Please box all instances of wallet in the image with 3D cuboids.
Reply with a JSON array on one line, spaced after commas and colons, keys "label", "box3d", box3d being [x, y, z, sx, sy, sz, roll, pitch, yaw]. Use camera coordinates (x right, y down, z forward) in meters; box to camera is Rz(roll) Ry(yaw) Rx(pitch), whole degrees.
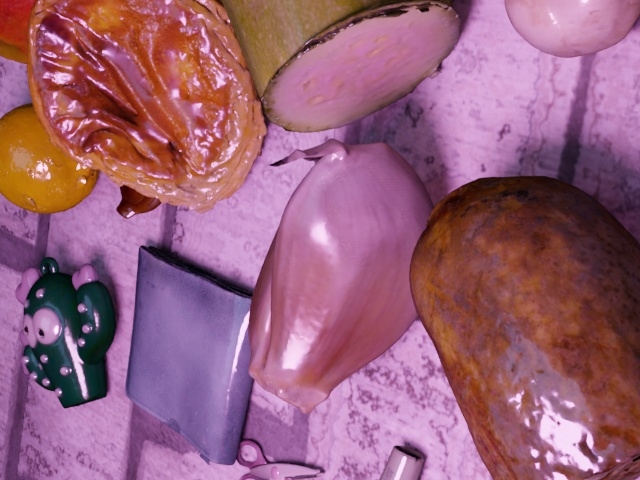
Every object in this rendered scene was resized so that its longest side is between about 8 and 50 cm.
[{"label": "wallet", "box3d": [-0.195, 0.162, 1.817, 0.290, 0.054, 0.251, 21, 104, 44]}]

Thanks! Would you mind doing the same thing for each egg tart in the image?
[{"label": "egg tart", "box3d": [-0.228, -0.234, 1.707, 0.351, 0.153, 0.339, 15, 117, 7]}]

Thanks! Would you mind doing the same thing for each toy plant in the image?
[{"label": "toy plant", "box3d": [-0.409, 0.143, 1.991, 0.232, 0.112, 0.243, 13, 106, 39]}]

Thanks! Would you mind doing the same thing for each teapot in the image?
[{"label": "teapot", "box3d": [-0.272, -0.094, 1.867, 0.098, 0.078, 0.129, 42, 120, 36]}]

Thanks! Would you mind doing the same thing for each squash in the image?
[{"label": "squash", "box3d": [-0.010, -0.353, 1.471, 0.263, 0.263, 0.384, -36, 68, 40]}]

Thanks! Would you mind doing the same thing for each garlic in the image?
[{"label": "garlic", "box3d": [0.000, 0.000, 1.488, 0.231, 0.246, 0.340, 39, 138, 48]}]

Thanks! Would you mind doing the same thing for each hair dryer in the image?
[{"label": "hair dryer", "box3d": [0.054, 0.330, 1.575, 0.219, 0.088, 0.225, -57, 39, 22]}]

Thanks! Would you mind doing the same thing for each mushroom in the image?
[{"label": "mushroom", "box3d": [0.265, -0.266, 1.301, 0.154, 0.122, 0.154, 18, 136, 18]}]

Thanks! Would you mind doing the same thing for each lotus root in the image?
[{"label": "lotus root", "box3d": [0.232, 0.090, 1.262, 0.250, 0.250, 0.346, -50, 55, 34]}]

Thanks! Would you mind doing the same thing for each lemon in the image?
[{"label": "lemon", "box3d": [-0.431, -0.129, 1.964, 0.206, 0.173, 0.173, 18, 104, 34]}]

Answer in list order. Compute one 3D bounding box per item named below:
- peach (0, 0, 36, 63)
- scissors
[{"label": "peach", "box3d": [-0.399, -0.443, 1.835, 0.372, 0.290, 0.373, -158, 90, -81]}, {"label": "scissors", "box3d": [-0.059, 0.315, 1.707, 0.176, 0.022, 0.085, -11, 83, 48]}]
